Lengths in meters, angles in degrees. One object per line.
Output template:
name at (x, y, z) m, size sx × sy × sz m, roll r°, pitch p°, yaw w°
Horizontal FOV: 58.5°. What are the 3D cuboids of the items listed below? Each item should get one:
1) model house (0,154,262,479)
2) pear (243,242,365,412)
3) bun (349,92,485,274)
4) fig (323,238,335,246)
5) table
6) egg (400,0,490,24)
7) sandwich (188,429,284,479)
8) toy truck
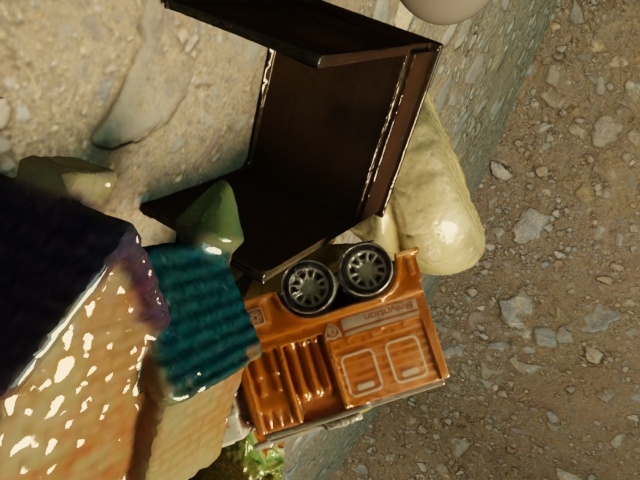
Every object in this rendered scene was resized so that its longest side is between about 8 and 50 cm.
model house at (-0.203, 0.064, 0.473) m, size 0.312 × 0.245 × 0.280 m, roll -15°, pitch 123°, yaw -64°
pear at (0.010, 0.158, 0.979) m, size 0.309 × 0.309 × 0.309 m, roll -50°, pitch 157°, yaw -30°
bun at (0.129, -0.096, 0.963) m, size 0.219 × 0.365 × 0.365 m, roll -23°, pitch 170°, yaw 19°
fig at (0.000, 0.000, 1.149) m, size 0.050 × 0.050 × 0.083 m, roll -38°, pitch 169°, yaw -48°
table at (-0.029, -0.134, 0.672) m, size 0.282 × 0.196 × 0.250 m, roll -32°, pitch 146°, yaw -53°
egg at (0.191, -0.420, 0.860) m, size 0.176 × 0.176 × 0.232 m, roll -63°, pitch 169°, yaw 4°
sandwich at (-0.134, 0.372, 1.042) m, size 0.250 × 0.162 × 0.301 m, roll -28°, pitch -174°, yaw 29°
toy truck at (-0.042, 0.148, 0.736) m, size 0.388 × 0.207 × 0.173 m, roll -17°, pitch 169°, yaw 0°
